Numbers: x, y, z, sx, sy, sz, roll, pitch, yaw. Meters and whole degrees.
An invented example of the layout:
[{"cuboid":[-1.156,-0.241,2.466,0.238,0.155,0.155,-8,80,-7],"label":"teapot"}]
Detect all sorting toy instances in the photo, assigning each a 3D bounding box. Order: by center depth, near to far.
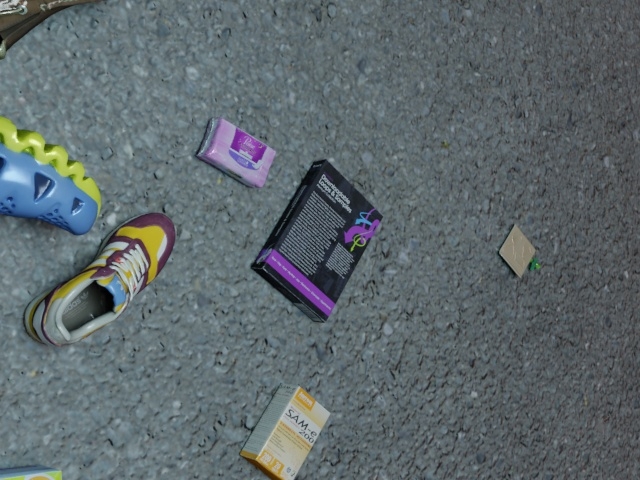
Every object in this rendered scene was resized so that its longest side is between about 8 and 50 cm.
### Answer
[{"cuboid":[0.294,0.025,1.322,0.083,0.012,0.062,47,58,-24],"label":"sorting toy"}]

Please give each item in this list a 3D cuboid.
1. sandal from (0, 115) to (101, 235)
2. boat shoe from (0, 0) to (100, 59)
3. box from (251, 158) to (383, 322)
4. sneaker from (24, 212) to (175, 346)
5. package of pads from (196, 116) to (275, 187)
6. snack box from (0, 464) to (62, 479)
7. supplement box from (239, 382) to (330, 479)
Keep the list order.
[{"cuboid":[-0.344,-0.061,0.765,0.317,0.126,0.138,22,79,-27],"label":"sandal"},{"cuboid":[-0.298,-0.214,0.823,0.257,0.095,0.095,-11,110,-32],"label":"boat shoe"},{"cuboid":[0.000,0.000,1.082,0.116,0.029,0.162,44,66,-30],"label":"box"},{"cuboid":[-0.200,0.039,0.889,0.185,0.084,0.069,-47,116,-28],"label":"sneaker"},{"cuboid":[-0.094,-0.098,1.007,0.083,0.032,0.050,29,73,-34],"label":"package of pads"},{"cuboid":[-0.319,0.314,0.794,0.174,0.070,0.207,2,84,-38],"label":"snack box"},{"cuboid":[-0.040,0.223,1.042,0.062,0.036,0.098,45,63,-29],"label":"supplement box"}]
